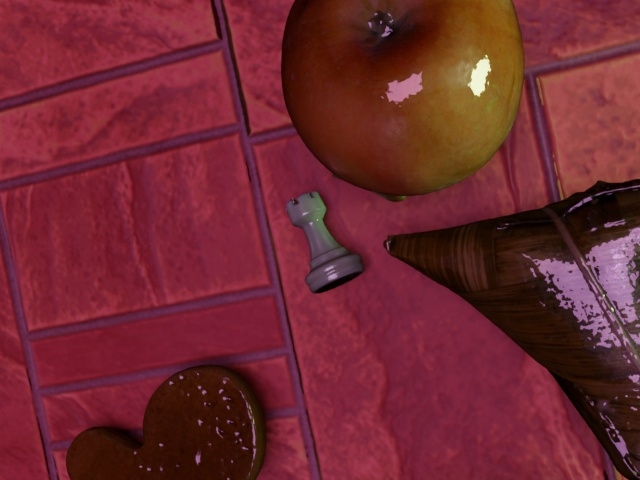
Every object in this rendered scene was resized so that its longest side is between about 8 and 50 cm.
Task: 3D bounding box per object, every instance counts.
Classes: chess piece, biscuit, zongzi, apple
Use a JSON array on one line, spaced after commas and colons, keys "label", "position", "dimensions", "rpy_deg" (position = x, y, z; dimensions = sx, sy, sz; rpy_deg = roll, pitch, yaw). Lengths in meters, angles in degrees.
[{"label": "chess piece", "position": [0.000, 0.000, 0.790], "dimensions": [0.067, 0.067, 0.103], "rpy_deg": [-26, 78, 13]}, {"label": "biscuit", "position": [-0.191, 0.337, 0.849], "dimensions": [0.283, 0.064, 0.432], "rpy_deg": [31, 98, 19]}, {"label": "zongzi", "position": [0.219, 0.095, 0.703], "dimensions": [0.288, 0.134, 0.286], "rpy_deg": [-9, 89, 13]}, {"label": "apple", "position": [0.076, -0.168, 0.677], "dimensions": [0.254, 0.253, 0.253], "rpy_deg": [1, 93, 13]}]

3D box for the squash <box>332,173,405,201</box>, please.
[{"label": "squash", "position": [0.056, -0.066, 0.789], "dimensions": [0.083, 0.027, 0.027], "rpy_deg": [24, 98, 9]}]
